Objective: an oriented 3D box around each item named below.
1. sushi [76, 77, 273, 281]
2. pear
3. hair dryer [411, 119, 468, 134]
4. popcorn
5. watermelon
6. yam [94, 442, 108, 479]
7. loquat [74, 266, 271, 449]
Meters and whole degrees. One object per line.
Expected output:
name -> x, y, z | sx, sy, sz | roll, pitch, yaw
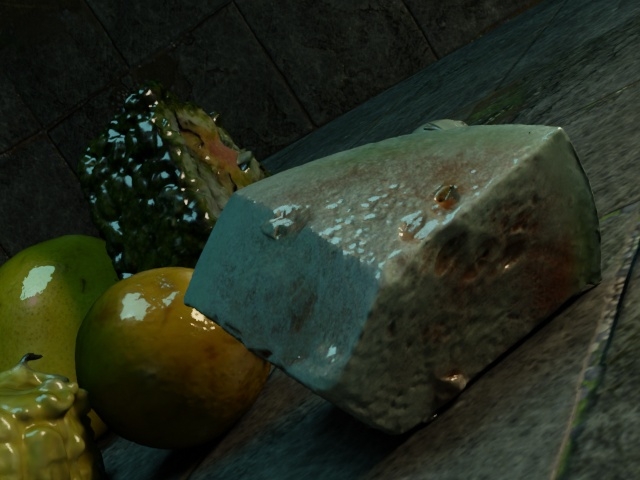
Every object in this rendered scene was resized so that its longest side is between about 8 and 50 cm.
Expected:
sushi -> -0.159, -0.024, 1.468 | 0.178, 0.352, 0.294 | -37, -23, 21
pear -> -0.364, 0.150, 1.527 | 0.285, 0.285, 0.336 | -30, 26, 17
hair dryer -> 0.172, -0.087, 1.586 | 0.229, 0.092, 0.267 | -9, 39, 52
popcorn -> -0.340, 0.228, 1.103 | 0.249, 0.225, 0.249 | 9, -5, 1
watermelon -> 0.051, 0.055, 0.911 | 0.387, 0.228, 0.258 | -19, 24, 23
yam -> -0.290, 0.275, 1.276 | 0.069, 0.070, 0.146 | -35, 10, -10
loquat -> -0.145, 0.122, 1.172 | 0.246, 0.213, 0.213 | -19, 16, 24
